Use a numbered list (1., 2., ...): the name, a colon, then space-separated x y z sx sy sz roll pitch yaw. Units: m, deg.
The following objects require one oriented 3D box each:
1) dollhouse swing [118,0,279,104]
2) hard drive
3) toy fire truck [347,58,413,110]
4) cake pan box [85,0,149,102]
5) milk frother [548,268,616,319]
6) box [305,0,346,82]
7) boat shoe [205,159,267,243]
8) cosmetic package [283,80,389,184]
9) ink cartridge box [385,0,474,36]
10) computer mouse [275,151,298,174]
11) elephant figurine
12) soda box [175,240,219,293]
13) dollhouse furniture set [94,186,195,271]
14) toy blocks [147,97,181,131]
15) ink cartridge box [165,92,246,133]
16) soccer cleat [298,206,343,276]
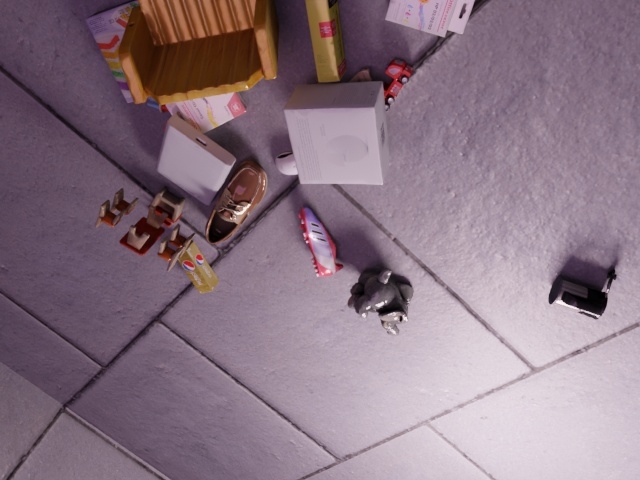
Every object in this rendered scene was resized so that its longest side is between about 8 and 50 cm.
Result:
1. dollhouse swing: -0.297 -0.541 1.284 0.347 0.315 0.305 -7 141 7
2. hard drive: -0.369 -0.222 1.643 0.203 0.040 0.307 35 153 -8
3. toy fire truck: 0.130 -0.388 1.435 0.135 0.047 0.192 31 129 -6
4. cake pan box: -0.458 -0.518 1.526 0.267 0.070 0.245 -7 124 21
5. milk frother: 0.738 0.134 1.591 0.135 0.129 0.143 19 85 4
6. box: 0.013 -0.507 1.365 0.058 0.087 0.232 2 124 17
7. boat shoe: -0.260 -0.103 1.726 0.123 0.116 0.324 30 128 -4
8. cosmetic package: 0.048 -0.269 1.435 0.225 0.138 0.224 2 132 16
9. ink cartridge box: 0.250 -0.532 1.282 0.181 0.061 0.104 18 128 5
10. computer mouse: -0.047 -0.222 1.616 0.193 0.042 0.106 -11 121 25
11. elephant figurine: 0.221 0.201 1.785 0.239 0.186 0.169 32 86 -19
12. soda box: -0.427 0.095 1.961 0.061 0.058 0.181 -14 119 26
13. dollhouse furniture set: -0.526 -0.044 1.766 0.262 0.259 0.135 32 125 -5
14. toy blocks: -0.426 -0.354 1.640 0.148 0.054 0.123 16 127 7
15. ink cartridge box: -0.315 -0.363 1.547 0.198 0.067 0.115 -26 116 8
16. soccer cleat: 0.000 0.000 1.751 0.095 0.083 0.248 -19 116 -5
